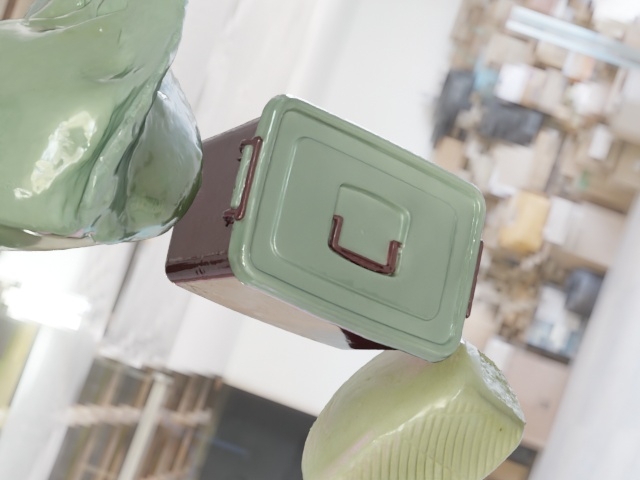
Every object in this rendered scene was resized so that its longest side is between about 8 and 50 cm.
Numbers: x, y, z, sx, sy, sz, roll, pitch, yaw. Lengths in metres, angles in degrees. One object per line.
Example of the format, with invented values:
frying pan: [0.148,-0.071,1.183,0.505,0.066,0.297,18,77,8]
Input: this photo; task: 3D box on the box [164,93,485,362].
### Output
box: [0.000,0.000,1.632,0.167,0.294,0.193,-12,60,52]

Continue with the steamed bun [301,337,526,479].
steamed bun: [0.094,0.196,1.806,0.238,0.170,0.152,-36,40,20]

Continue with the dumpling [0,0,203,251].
dumpling: [-0.192,-0.091,1.298,0.270,0.320,0.212,-55,-39,-29]
